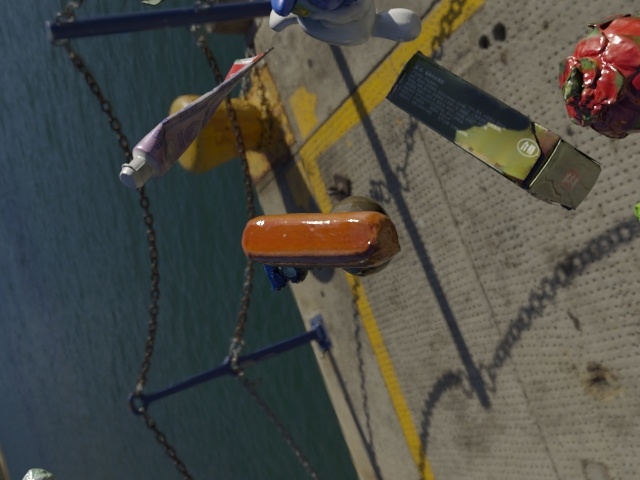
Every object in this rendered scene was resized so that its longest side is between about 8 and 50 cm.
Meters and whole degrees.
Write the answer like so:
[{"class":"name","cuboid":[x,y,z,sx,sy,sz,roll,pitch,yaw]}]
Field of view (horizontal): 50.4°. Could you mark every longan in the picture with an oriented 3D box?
[{"class":"longan","cuboid":[0.092,-0.011,1.571,0.189,0.189,0.189,36,134,49]}]

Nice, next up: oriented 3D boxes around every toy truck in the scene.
[{"class":"toy truck","cuboid":[-0.068,0.032,1.727,0.126,0.113,0.208,44,129,-10]}]

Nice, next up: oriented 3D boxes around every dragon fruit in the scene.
[{"class":"dragon fruit","cuboid":[0.501,-0.268,1.078,0.193,0.274,0.192,67,170,-12]}]

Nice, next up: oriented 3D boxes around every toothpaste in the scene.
[{"class":"toothpaste","cuboid":[-0.168,-0.175,0.931,0.048,0.301,0.075,40,146,-6]}]

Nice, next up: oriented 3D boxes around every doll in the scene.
[{"class":"doll","cuboid":[0.011,-0.553,1.518,0.365,0.376,0.187,24,-120,-71]}]

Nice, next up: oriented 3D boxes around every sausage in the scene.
[{"class":"sausage","cuboid":[0.000,0.000,0.501,0.131,0.039,0.041,0,75,38]}]

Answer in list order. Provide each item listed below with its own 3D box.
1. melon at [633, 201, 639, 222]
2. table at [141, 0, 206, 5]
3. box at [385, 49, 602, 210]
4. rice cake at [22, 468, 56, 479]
[{"class":"melon","cuboid":[0.671,-0.074,0.989,0.331,0.226,0.343,-44,49,17]},{"class":"table","cuboid":[-0.168,-0.395,0.886,0.062,0.175,0.146,15,124,7]},{"class":"box","cuboid":[0.411,-0.249,1.591,0.420,0.373,0.138,41,107,31]},{"class":"rice cake","cuboid":[-0.368,0.360,0.768,0.033,0.208,0.033,15,156,24]}]
